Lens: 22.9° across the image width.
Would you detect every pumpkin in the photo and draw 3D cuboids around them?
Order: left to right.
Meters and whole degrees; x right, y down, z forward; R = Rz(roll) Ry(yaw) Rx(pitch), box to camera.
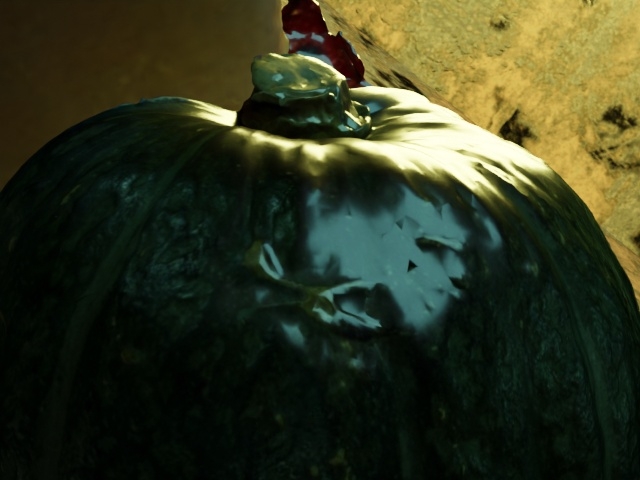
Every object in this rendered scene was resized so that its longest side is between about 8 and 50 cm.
[{"bbox_3d":[0.014,0.075,0.638,0.293,0.263,0.197,-12,29,-31],"label":"pumpkin"}]

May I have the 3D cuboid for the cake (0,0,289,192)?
[{"bbox_3d":[-0.175,-0.154,0.783,0.237,0.308,0.230,-112,-170,-59],"label":"cake"}]

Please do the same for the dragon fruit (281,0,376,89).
[{"bbox_3d":[0.000,0.000,0.943,0.330,0.240,0.302,34,34,9],"label":"dragon fruit"}]
